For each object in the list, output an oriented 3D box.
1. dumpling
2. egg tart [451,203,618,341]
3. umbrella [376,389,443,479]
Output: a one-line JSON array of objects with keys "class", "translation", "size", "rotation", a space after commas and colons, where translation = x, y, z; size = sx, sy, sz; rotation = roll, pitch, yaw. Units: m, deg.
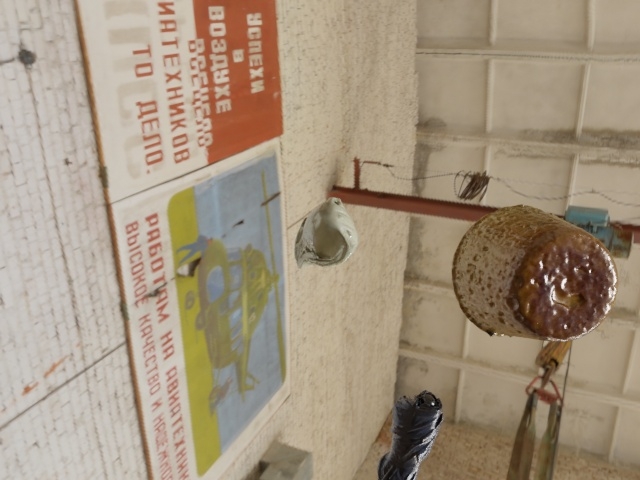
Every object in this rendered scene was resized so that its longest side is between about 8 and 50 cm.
[{"class": "dumpling", "translation": [0.000, 0.001, 1.076], "size": [0.134, 0.100, 0.169], "rotation": [-36, -125, 17]}, {"class": "egg tart", "translation": [0.297, 0.056, 0.805], "size": [0.203, 0.147, 0.202], "rotation": [-1, -81, -9]}, {"class": "umbrella", "translation": [0.117, 0.320, 0.844], "size": [0.071, 0.071, 0.248], "rotation": [20, -65, 18]}]
